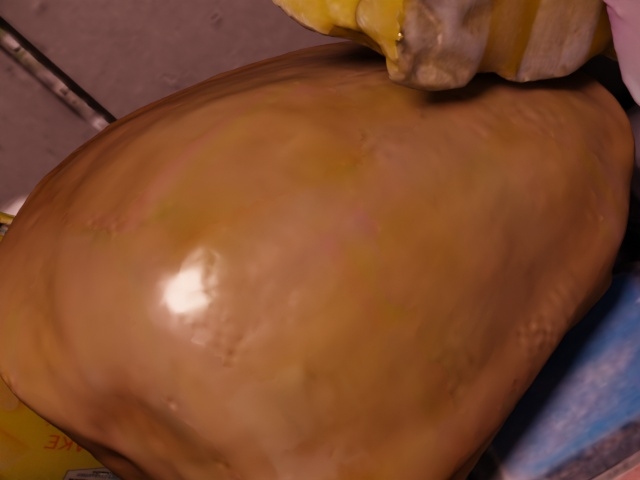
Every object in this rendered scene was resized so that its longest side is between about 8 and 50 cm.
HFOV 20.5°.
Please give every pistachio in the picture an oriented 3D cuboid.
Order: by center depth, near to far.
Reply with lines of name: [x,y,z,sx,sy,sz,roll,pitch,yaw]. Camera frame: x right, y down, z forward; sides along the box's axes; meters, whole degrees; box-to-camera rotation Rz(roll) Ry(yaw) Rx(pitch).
pistachio: [0.000,0.000,0.705,0.260,0.213,0.163,-42,160,-32]

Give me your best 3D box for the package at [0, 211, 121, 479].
package: [-0.143,0.050,0.779,0.226,0.090,0.168,13,117,-25]

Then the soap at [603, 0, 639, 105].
soap: [0.247,-0.192,0.669,0.324,0.109,0.193,-44,146,-13]

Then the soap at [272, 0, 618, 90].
soap: [0.100,-0.216,0.647,0.199,0.091,0.315,-13,129,-43]

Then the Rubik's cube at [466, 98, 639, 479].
Rubik's cube: [0.278,0.110,0.765,0.362,0.363,0.359,-33,121,9]
